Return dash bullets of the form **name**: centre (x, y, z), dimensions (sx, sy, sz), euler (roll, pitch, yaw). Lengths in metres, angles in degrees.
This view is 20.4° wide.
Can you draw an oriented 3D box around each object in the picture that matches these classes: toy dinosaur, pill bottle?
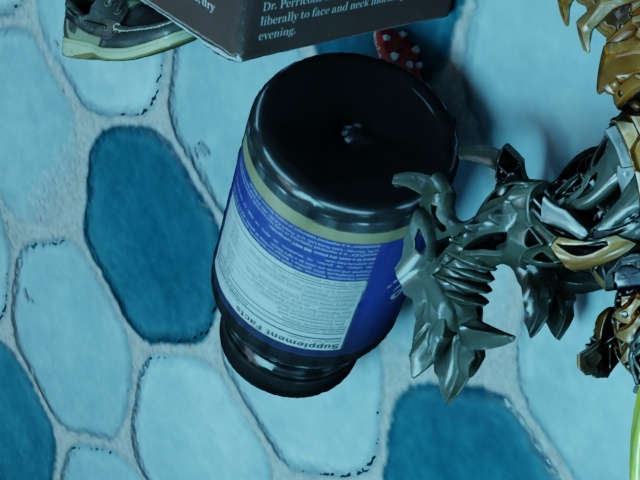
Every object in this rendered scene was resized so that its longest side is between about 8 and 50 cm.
- **toy dinosaur**: centre (0.166, -0.016, 0.902), dimensions (0.218, 0.164, 0.322), euler (-23, 67, 36)
- **pill bottle**: centre (0.000, 0.000, 1.070), dimensions (0.123, 0.122, 0.219), euler (52, 150, 23)

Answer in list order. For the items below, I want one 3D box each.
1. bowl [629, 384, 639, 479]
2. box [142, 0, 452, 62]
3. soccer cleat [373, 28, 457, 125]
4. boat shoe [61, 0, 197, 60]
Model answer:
- **bowl**: centre (0.263, 0.080, 0.750), dimensions (0.156, 0.289, 0.290), euler (-82, -19, -82)
- **box**: centre (-0.021, -0.232, 0.986), dimensions (0.167, 0.168, 0.203), euler (36, 128, 37)
- **soccer cleat**: centre (0.050, -0.089, 1.066), dimensions (0.035, 0.029, 0.083), euler (-37, 79, 45)
- **boat shoe**: centre (-0.140, -0.154, 1.243), dimensions (0.152, 0.056, 0.049), euler (4, 111, 49)
